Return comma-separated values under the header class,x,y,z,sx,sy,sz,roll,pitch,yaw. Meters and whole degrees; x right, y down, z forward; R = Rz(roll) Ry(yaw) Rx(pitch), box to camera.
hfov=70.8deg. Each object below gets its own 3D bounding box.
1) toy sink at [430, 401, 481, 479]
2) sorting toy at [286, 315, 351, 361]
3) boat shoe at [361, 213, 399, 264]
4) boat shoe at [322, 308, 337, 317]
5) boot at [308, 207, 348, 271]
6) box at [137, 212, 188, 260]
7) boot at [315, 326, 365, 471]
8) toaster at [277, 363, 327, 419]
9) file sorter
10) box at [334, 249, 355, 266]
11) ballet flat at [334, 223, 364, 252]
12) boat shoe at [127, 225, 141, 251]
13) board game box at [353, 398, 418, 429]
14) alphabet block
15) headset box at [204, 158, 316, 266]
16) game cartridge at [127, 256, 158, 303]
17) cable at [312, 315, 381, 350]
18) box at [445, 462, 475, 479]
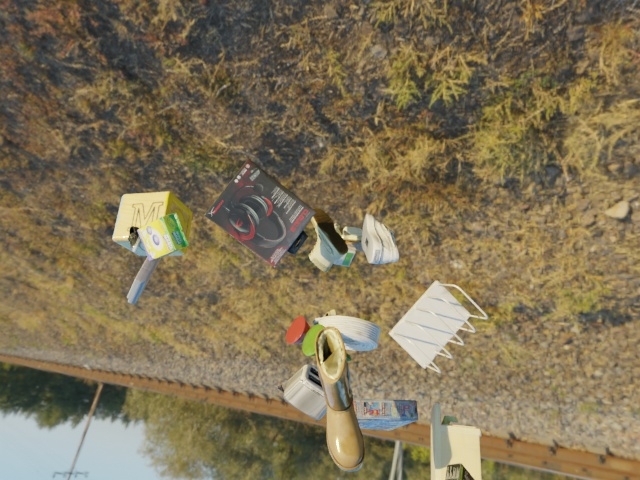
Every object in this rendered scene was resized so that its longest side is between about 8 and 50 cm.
class,x,y,z,sx,sy,sz,roll,pitch,yaw
toy sink,0.393,0.609,1.309,0.131,0.234,0.152,2,148,9
sorting toy,0.003,0.401,1.743,0.126,0.127,0.366,35,167,-28
boat shoe,0.170,0.000,1.297,0.084,0.258,0.095,7,118,-5
boat shoe,0.035,0.353,2.060,0.045,0.050,0.135,-7,148,-22
boot,0.000,0.000,1.692,0.077,0.213,0.165,-21,161,-38
box,-0.455,-0.009,1.303,0.179,0.105,0.043,-18,-176,38
boot,0.039,0.368,1.030,0.089,0.236,0.269,-12,137,-4
toaster,-0.040,0.590,1.781,0.227,0.129,0.146,35,116,-7
file sorter,0.431,0.313,1.637,0.193,0.277,0.173,45,171,-5
box,0.115,0.058,2.257,0.087,0.102,0.101,11,128,-14
ballet flat,0.101,-0.019,1.841,0.316,0.107,0.106,3,143,39
boat shoe,-0.626,-0.006,1.512,0.040,0.049,0.142,26,-164,-27
board game box,0.163,0.528,1.371,0.194,0.060,0.194,12,146,-16
alphabet block,-0.623,-0.058,1.694,0.197,0.193,0.192,-2,160,13
headset box,-0.173,-0.073,1.389,0.293,0.218,0.110,38,173,-11
game cartridge,-0.807,0.133,2.111,0.062,0.297,0.198,31,126,-17
cable,0.114,0.379,1.833,0.257,0.089,0.257,23,152,-22
box,0.329,0.628,0.981,0.045,0.190,0.184,-31,107,36
